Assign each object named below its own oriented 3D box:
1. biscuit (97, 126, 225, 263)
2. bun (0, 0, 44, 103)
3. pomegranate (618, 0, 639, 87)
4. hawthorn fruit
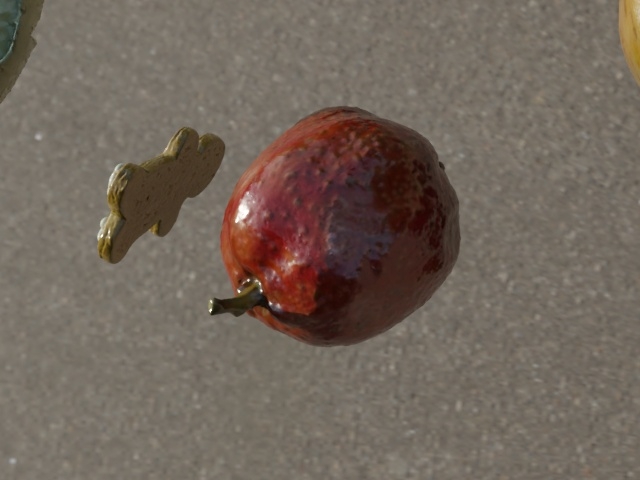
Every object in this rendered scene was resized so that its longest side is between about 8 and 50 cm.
[{"bbox_3d":[-0.192,-0.068,1.647,0.035,0.240,0.158,31,123,14],"label":"biscuit"},{"bbox_3d":[-0.385,-0.226,1.297,0.260,0.152,0.259,1,103,2],"label":"bun"},{"bbox_3d":[0.299,-0.145,0.871,0.252,0.229,0.270,-74,7,-73],"label":"pomegranate"},{"bbox_3d":[0.000,0.000,1.196,0.253,0.205,0.205,-34,45,-21],"label":"hawthorn fruit"}]
